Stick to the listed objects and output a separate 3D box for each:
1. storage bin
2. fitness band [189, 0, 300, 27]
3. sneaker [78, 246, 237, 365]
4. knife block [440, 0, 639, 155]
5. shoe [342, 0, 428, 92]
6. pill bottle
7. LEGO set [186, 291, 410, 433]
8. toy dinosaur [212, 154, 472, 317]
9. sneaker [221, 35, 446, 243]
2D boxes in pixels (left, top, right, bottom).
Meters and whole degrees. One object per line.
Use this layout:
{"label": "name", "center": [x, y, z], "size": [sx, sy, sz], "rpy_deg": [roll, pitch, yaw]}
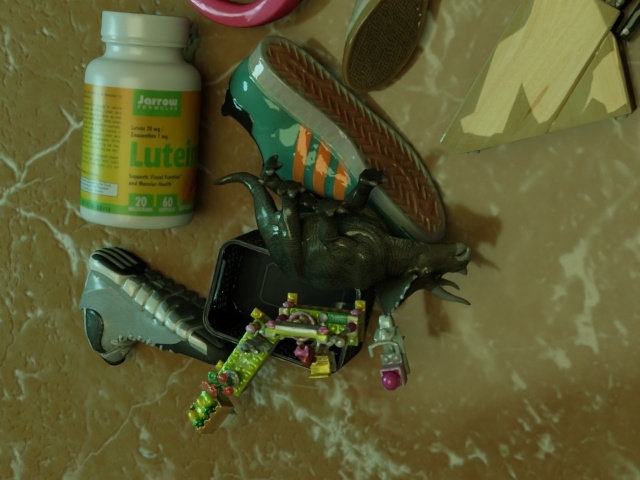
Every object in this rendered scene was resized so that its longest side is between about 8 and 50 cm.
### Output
{"label": "storage bin", "center": [-0.035, 0.071, 1.368], "size": [0.180, 0.084, 0.122], "rpy_deg": [18, 104, 15]}
{"label": "fitness band", "center": [-0.095, -0.387, 1.298], "size": [0.209, 0.054, 0.290], "rpy_deg": [12, 111, 29]}
{"label": "sneaker", "center": [-0.213, 0.117, 1.442], "size": [0.229, 0.086, 0.132], "rpy_deg": [35, 113, 20]}
{"label": "knife block", "center": [0.243, -0.236, 1.224], "size": [0.276, 0.088, 0.242], "rpy_deg": [-13, 94, 20]}
{"label": "shoe", "center": [0.084, -0.270, 1.293], "size": [0.077, 0.058, 0.219], "rpy_deg": [19, 111, -17]}
{"label": "pill bottle", "center": [-0.212, -0.144, 1.361], "size": [0.136, 0.136, 0.245], "rpy_deg": [8, 101, 17]}
{"label": "LEGO set", "center": [-0.051, 0.136, 1.282], "size": [0.287, 0.107, 0.132], "rpy_deg": [-18, 93, 20]}
{"label": "toy dinosaur", "center": [0.000, 0.000, 1.246], "size": [0.314, 0.121, 0.160], "rpy_deg": [9, 126, 25]}
{"label": "sneaker", "center": [0.013, -0.092, 1.324], "size": [0.302, 0.108, 0.121], "rpy_deg": [46, 129, 0]}
